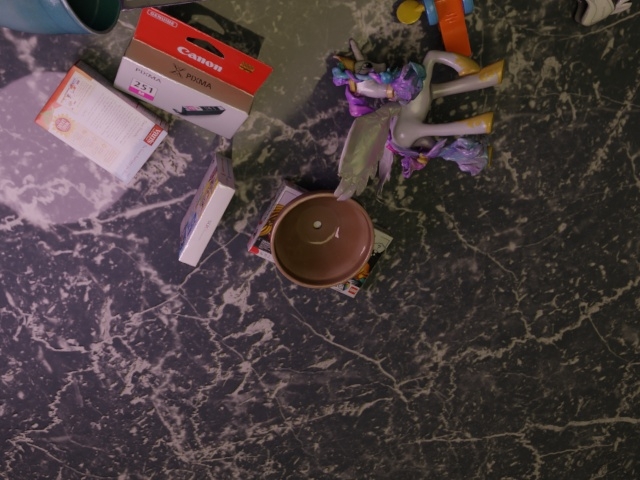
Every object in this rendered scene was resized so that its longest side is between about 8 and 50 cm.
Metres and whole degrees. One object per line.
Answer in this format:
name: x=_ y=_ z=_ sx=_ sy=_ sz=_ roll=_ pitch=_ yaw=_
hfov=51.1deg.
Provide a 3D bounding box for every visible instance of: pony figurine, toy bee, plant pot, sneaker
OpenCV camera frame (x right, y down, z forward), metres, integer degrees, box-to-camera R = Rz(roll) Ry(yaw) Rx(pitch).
pony figurine: x=0.184 y=-0.246 z=1.425 sx=0.363 sy=0.303 sz=0.351 roll=8 pitch=95 yaw=18
toy bee: x=0.262 y=-0.528 z=1.378 sx=0.195 sy=0.162 sz=0.298 roll=-2 pitch=144 yaw=-5
plant pot: x=-0.002 y=-0.017 z=1.544 sx=0.237 sy=0.110 sz=0.237 roll=-4 pitch=115 yaw=-8
sneaker: x=0.548 y=-0.586 z=1.407 sx=0.118 sy=0.110 sz=0.292 roll=-30 pitch=117 yaw=17
plant pot: x=-0.539 y=-0.498 z=1.212 sx=0.255 sy=0.271 sz=0.271 roll=-4 pitch=118 yaw=10

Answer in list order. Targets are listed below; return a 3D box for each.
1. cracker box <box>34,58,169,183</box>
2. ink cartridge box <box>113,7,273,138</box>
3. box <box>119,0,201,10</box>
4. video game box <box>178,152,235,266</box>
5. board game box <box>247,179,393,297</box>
cracker box: x=-0.465 y=-0.253 z=1.442 sx=0.232 sy=0.067 sz=0.156 roll=37 pitch=107 yaw=-22
ink cartridge box: x=-0.262 y=-0.329 z=1.358 sx=0.275 sy=0.239 sz=0.060 roll=23 pitch=66 yaw=-18
box: x=-0.280 y=-0.579 z=1.175 sx=0.183 sy=0.296 sz=0.294 roll=-8 pitch=115 yaw=-4
video game box: x=-0.255 y=-0.073 z=1.496 sx=0.048 sy=0.187 sz=0.205 roll=24 pitch=111 yaw=-18
board game box: x=0.000 y=0.000 z=1.644 sx=0.305 sy=0.053 sz=0.193 roll=25 pitch=110 yaw=-19
